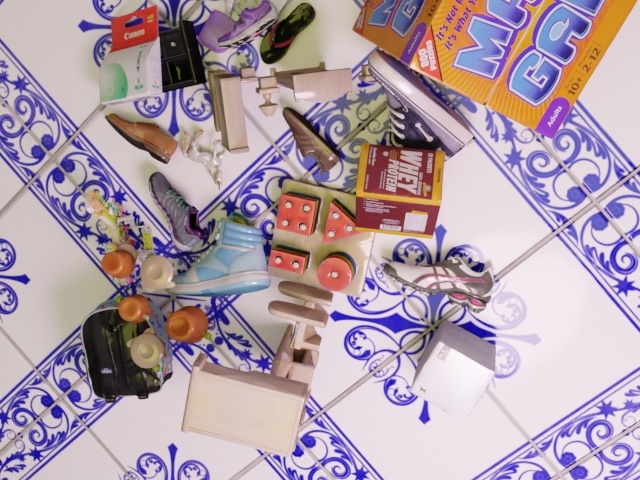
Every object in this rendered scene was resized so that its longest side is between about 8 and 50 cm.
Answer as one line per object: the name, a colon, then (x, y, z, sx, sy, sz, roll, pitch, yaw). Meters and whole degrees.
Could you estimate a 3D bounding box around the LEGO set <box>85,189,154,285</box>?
LEGO set: (-0.517, -0.027, 1.989, 0.107, 0.132, 0.287, -4, 123, 8)

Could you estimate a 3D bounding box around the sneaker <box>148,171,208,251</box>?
sneaker: (-0.359, -0.089, 1.950, 0.098, 0.083, 0.224, -28, 86, 28)

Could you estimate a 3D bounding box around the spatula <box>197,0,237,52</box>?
spatula: (-0.211, -0.592, 1.829, 0.084, 0.030, 0.296, 33, 124, 4)

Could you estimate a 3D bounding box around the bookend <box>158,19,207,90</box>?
bookend: (-0.384, -0.456, 1.895, 0.156, 0.072, 0.157, -9, 99, 15)

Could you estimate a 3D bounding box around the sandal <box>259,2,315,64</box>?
sandal: (-0.087, -0.504, 1.831, 0.067, 0.040, 0.179, 45, 108, 0)

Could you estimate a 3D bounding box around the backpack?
backpack: (-0.515, 0.276, 2.023, 0.225, 0.191, 0.254, -7, 108, 10)

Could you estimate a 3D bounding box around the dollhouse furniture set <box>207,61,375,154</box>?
dollhouse furniture set: (-0.066, -0.326, 1.802, 0.355, 0.303, 0.174, -10, 110, -15)

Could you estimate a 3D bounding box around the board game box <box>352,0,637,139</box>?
board game box: (0.340, -0.474, 1.509, 0.356, 0.356, 0.356, 20, 108, -24)

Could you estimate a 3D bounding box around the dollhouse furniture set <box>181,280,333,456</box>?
dollhouse furniture set: (-0.148, 0.324, 1.835, 0.256, 0.394, 0.362, 14, 108, 3)

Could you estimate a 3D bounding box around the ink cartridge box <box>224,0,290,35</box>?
ink cartridge box: (-0.137, -0.613, 1.830, 0.145, 0.045, 0.179, 41, 126, 1)

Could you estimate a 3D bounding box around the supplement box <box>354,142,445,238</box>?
supplement box: (0.180, -0.111, 1.746, 0.191, 0.194, 0.129, 7, 65, 5)

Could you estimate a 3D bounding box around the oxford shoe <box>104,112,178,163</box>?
oxford shoe: (-0.463, -0.280, 1.965, 0.212, 0.076, 0.076, 31, 77, 7)

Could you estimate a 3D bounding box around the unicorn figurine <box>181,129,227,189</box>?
unicorn figurine: (-0.287, -0.213, 1.939, 0.162, 0.060, 0.111, 28, 108, 23)

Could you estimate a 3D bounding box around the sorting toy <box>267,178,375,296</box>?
sorting toy: (0.000, 0.000, 1.896, 0.255, 0.089, 0.257, 14, 105, 10)

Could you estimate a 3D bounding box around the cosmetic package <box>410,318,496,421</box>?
cosmetic package: (0.325, 0.311, 1.839, 0.151, 0.183, 0.151, 28, 107, 6)

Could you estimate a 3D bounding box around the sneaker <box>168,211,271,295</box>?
sneaker: (-0.265, 0.038, 1.964, 0.319, 0.127, 0.208, -9, 78, 30)

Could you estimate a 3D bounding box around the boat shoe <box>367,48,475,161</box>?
boat shoe: (0.193, -0.276, 1.709, 0.340, 0.127, 0.158, 34, 115, -31)

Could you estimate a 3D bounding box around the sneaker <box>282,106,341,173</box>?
sneaker: (-0.037, -0.245, 1.864, 0.188, 0.066, 0.071, 45, 109, 1)

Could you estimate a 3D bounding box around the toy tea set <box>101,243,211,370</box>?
toy tea set: (-0.419, 0.150, 1.919, 0.200, 0.124, 0.336, -25, 83, 7)

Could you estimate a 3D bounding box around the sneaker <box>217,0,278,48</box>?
sneaker: (-0.181, -0.524, 1.838, 0.170, 0.068, 0.071, -28, 86, 18)

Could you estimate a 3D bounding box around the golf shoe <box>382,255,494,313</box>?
golf shoe: (0.290, 0.087, 1.856, 0.272, 0.105, 0.120, 18, 90, 3)

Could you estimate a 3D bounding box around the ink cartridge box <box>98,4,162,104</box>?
ink cartridge box: (-0.476, -0.459, 1.874, 0.181, 0.056, 0.225, -3, 92, 35)
